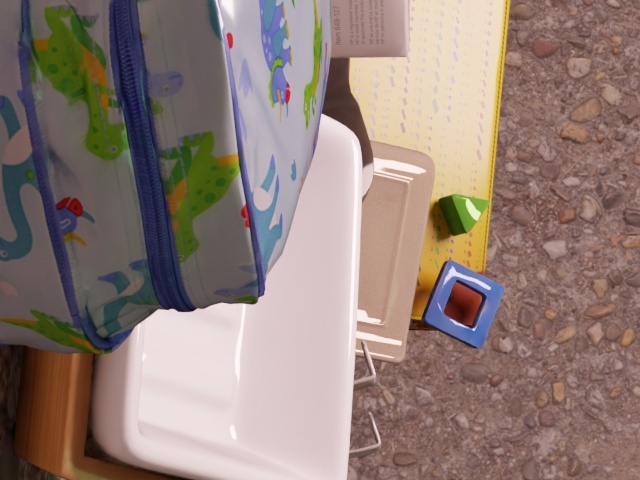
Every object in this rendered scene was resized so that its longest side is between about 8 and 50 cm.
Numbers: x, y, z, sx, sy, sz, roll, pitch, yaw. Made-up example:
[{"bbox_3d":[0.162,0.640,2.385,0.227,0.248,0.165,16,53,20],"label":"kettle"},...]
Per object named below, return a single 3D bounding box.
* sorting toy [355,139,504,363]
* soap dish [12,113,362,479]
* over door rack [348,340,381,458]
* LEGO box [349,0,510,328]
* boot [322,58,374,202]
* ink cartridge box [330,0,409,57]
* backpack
[{"bbox_3d":[0.000,0.000,1.727,0.047,0.348,0.196,165,-65,-68],"label":"sorting toy"},{"bbox_3d":[-0.084,0.034,1.264,0.229,0.118,0.290,21,65,-44],"label":"soap dish"},{"bbox_3d":[-0.074,0.021,1.502,0.324,0.108,0.239,59,-6,16],"label":"over door rack"},{"bbox_3d":[0.033,-0.163,1.962,0.372,0.193,0.500,174,-78,-74],"label":"LEGO box"},{"bbox_3d":[-0.022,-0.136,1.552,0.115,0.112,0.305,106,-19,-64],"label":"boot"},{"bbox_3d":[-0.053,-0.242,1.386,0.168,0.233,0.171,-87,176,-49],"label":"ink cartridge box"},{"bbox_3d":[-0.105,-0.105,0.838,0.355,0.273,0.290,-49,146,-51],"label":"backpack"}]
